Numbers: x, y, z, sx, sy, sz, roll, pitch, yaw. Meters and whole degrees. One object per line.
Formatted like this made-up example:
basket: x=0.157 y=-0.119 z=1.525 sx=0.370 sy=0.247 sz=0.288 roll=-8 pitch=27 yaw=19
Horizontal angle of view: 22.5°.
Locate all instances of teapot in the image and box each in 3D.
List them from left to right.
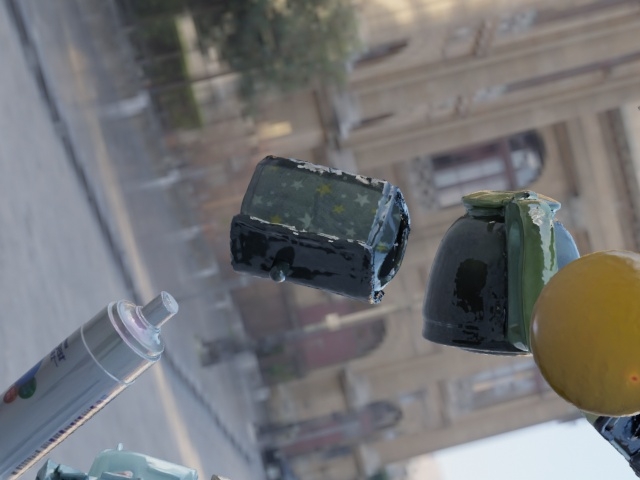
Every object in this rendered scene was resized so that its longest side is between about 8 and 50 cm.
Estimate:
teapot: x=0.253 y=0.044 z=2.284 sx=0.321 sy=0.240 sz=0.239 roll=-11 pitch=103 yaw=-68

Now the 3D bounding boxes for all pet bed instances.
pet bed: x=0.000 y=0.000 z=2.126 sx=0.183 sy=0.211 sz=0.159 roll=70 pitch=38 yaw=-68

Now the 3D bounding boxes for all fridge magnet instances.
fridge magnet: x=0.248 y=0.078 z=1.357 sx=0.063 sy=0.143 sz=0.143 roll=41 pitch=32 yaw=-70

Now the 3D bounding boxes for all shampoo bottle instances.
shampoo bottle: x=-0.282 y=0.162 z=1.845 sx=0.092 sy=0.303 sz=0.092 roll=46 pitch=15 yaw=-16

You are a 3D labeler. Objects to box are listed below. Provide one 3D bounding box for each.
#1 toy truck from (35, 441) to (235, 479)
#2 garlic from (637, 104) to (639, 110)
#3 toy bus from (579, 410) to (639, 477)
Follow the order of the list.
toy truck: x=-0.085 y=0.260 z=1.344 sx=0.184 sy=0.338 sz=0.133 roll=109 pitch=-3 yaw=-60
garlic: x=0.347 y=-0.017 z=1.477 sx=0.148 sy=0.128 sz=0.266 roll=25 pitch=-20 yaw=22
toy bus: x=0.443 y=0.241 z=1.979 sx=0.305 sy=0.143 sz=0.179 roll=43 pitch=4 yaw=-26
